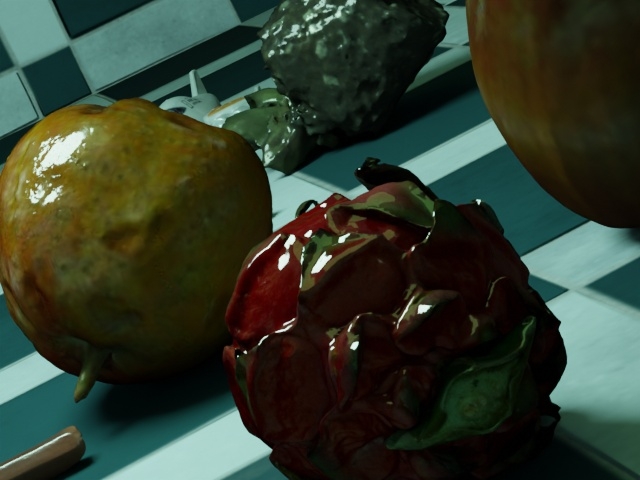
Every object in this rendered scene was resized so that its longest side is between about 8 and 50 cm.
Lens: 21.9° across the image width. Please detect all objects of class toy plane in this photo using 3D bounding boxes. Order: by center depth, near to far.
[{"bbox_3d":[-0.198,-0.177,2.495,0.245,0.117,0.244,-21,15,6],"label":"toy plane"}]

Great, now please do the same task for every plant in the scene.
[{"bbox_3d":[0.010,-0.224,2.196,0.312,0.213,0.215,-58,4,19],"label":"plant"}]

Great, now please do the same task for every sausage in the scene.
[{"bbox_3d":[-0.274,0.208,1.450,0.147,0.035,0.030,-27,35,-3],"label":"sausage"}]

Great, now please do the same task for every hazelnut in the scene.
[{"bbox_3d":[0.279,-0.186,1.369,0.366,0.366,0.366,-22,15,6],"label":"hazelnut"}]

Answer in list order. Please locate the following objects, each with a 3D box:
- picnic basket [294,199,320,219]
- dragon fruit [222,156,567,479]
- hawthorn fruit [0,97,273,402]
[{"bbox_3d":[0.000,0.000,1.644,0.072,0.083,0.072,-23,14,6],"label":"picnic basket"},{"bbox_3d":[0.043,0.063,1.112,0.234,0.234,0.293,-25,19,-2],"label":"dragon fruit"},{"bbox_3d":[-0.182,0.021,1.554,0.277,0.277,0.298,-13,46,36],"label":"hawthorn fruit"}]
